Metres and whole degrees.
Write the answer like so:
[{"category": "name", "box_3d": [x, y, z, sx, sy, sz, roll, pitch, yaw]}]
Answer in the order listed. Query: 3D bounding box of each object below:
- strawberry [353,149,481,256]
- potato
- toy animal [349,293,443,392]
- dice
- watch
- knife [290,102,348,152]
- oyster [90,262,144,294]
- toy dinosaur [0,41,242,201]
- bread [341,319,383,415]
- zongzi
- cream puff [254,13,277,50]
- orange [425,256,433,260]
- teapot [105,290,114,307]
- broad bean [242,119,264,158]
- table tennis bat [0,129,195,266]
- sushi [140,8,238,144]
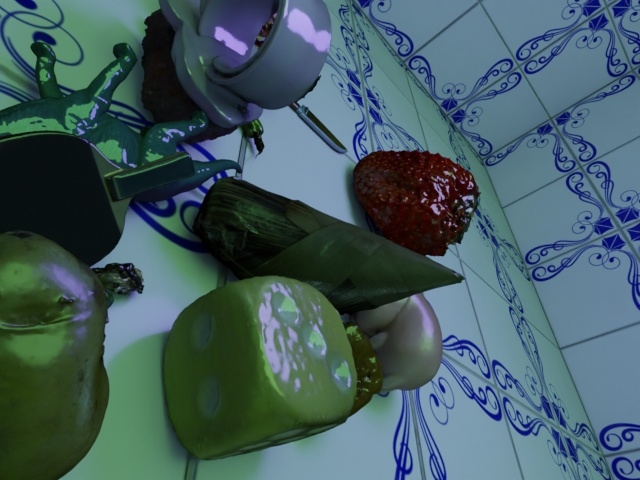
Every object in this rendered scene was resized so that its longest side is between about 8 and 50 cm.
[{"category": "strawberry", "box_3d": [0.237, -0.119, 1.176, 0.351, 0.267, 0.312, 41, 31, 20]}, {"category": "potato", "box_3d": [-0.247, 0.094, 0.332, 0.137, 0.154, 0.200, -14, 102, -72]}, {"category": "toy animal", "box_3d": [0.142, 0.158, 0.849, 0.166, 0.154, 0.250, 97, -25, -66]}, {"category": "dice", "box_3d": [-0.071, 0.153, 0.529, 0.166, 0.169, 0.169, 17, 49, -48]}, {"category": "watch", "box_3d": [-0.097, -0.309, 0.660, 0.211, 0.217, 0.248, 16, 56, -53]}, {"category": "knife", "box_3d": [-0.037, -0.340, 1.172, 0.343, 0.027, 0.061, 39, 31, -30]}, {"category": "oyster", "box_3d": [-0.232, 0.042, 0.520, 0.054, 0.019, 0.083, 38, 3, 5]}, {"category": "toy dinosaur", "box_3d": [-0.266, -0.064, 0.537, 0.383, 0.129, 0.331, 34, 49, -38]}, {"category": "bread", "box_3d": [0.020, 0.196, 0.667, 0.140, 0.069, 0.128, -32, 97, -18]}, {"category": "zongzi", "box_3d": [0.000, 0.000, 0.638, 0.289, 0.317, 0.154, 36, 56, -33]}, {"category": "cream puff", "box_3d": [-0.142, -0.492, 0.949, 0.350, 0.228, 0.350, 31, 37, -27]}, {"category": "orange", "box_3d": [0.278, 0.084, 1.192, 0.095, 0.085, 0.085, 48, 31, -4]}, {"category": "teapot", "box_3d": [-0.244, 0.097, 0.453, 0.043, 0.043, 0.111, 37, 34, -32]}, {"category": "broad bean", "box_3d": [-0.204, -0.304, 0.857, 0.318, 0.056, 0.098, 51, 16, -12]}, {"category": "table tennis bat", "box_3d": [-0.254, -0.048, 0.479, 0.274, 0.021, 0.154, -32, 123, -43]}, {"category": "sushi", "box_3d": [-0.235, -0.271, 0.733, 0.241, 0.107, 0.161, 56, 28, -14]}]
